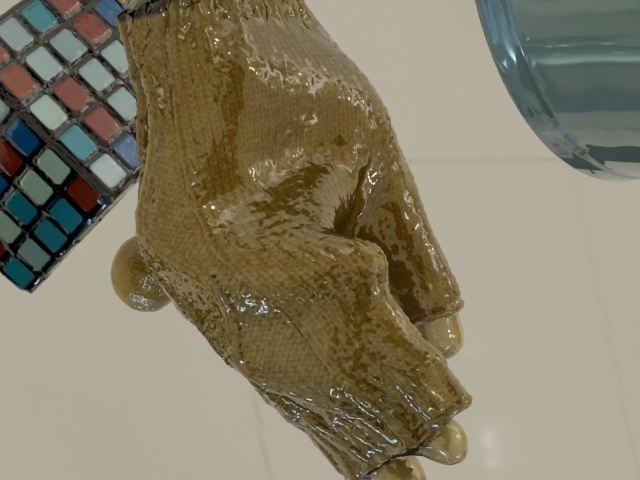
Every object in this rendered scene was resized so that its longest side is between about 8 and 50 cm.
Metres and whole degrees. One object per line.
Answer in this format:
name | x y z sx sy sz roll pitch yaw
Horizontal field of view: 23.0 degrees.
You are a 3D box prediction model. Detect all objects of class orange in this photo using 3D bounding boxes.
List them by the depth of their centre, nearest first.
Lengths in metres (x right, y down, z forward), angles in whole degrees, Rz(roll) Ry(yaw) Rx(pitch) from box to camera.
orange | -0.201 0.035 1.840 0.085 0.085 0.095 25 62 -27

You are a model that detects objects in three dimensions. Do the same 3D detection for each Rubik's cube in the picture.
Rubik's cube | -0.240 -0.101 1.397 0.184 0.182 0.187 43 44 -6

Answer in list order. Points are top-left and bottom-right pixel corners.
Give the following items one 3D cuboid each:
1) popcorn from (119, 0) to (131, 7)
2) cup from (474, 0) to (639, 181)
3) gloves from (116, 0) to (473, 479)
popcorn | -0.215 -0.264 1.521 0.125 0.126 0.145 -3 75 -15
cup | 0.237 -0.112 0.558 0.257 0.311 0.331 37 67 -45
gloves | -0.015 0.000 0.973 0.203 0.155 0.356 -6 66 -62
